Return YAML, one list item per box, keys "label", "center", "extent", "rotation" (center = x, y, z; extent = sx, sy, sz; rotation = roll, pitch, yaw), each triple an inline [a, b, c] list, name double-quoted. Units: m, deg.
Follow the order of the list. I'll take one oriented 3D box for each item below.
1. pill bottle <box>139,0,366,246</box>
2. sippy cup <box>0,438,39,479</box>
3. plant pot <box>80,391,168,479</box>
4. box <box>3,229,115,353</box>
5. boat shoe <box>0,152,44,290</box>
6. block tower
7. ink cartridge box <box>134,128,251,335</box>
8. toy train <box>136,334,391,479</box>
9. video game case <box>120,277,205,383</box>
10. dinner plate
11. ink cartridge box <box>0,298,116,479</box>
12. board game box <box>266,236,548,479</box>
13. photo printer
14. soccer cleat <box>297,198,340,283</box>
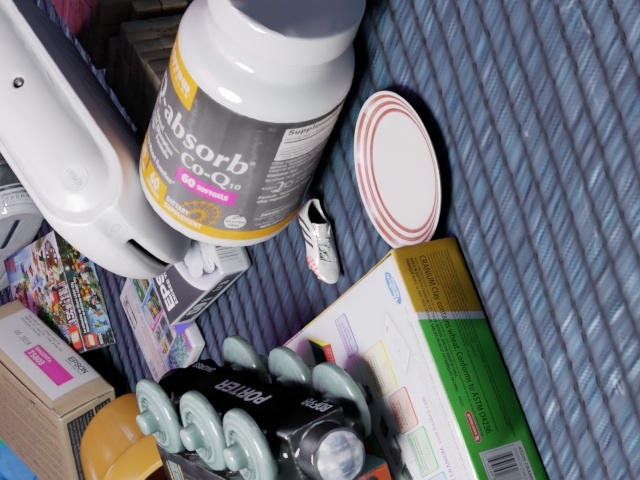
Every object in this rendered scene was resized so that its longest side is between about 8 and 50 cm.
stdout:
- label: "pill bottle"
  center: [-0.060, -0.133, 1.620]
  extent: [0.162, 0.162, 0.278]
  rotation: [62, 150, 28]
- label: "sippy cup"
  center: [-0.383, 0.408, 2.439]
  extent: [0.305, 0.240, 0.224]
  rotation: [-97, 2, -52]
- label: "plant pot"
  center: [-0.167, 0.261, 1.958]
  extent: [0.188, 0.205, 0.205]
  rotation: [41, 136, 53]
- label: "box"
  center: [-0.344, 0.078, 2.387]
  extent: [0.233, 0.044, 0.159]
  rotation: [-23, 81, 63]
- label: "boat shoe"
  center: [-0.467, -0.017, 2.529]
  extent: [0.335, 0.121, 0.119]
  rotation: [-42, 56, 48]
- label: "block tower"
  center: [-0.182, -0.206, 1.899]
  extent: [0.335, 0.091, 0.097]
  rotation: [56, 146, 37]
- label: "ink cartridge box"
  center: [-0.164, -0.020, 1.981]
  extent: [0.208, 0.045, 0.206]
  rotation: [-44, 63, 54]
- label: "toy train"
  center: [-0.047, 0.201, 1.645]
  extent: [0.334, 0.142, 0.190]
  rotation: [10, 123, 59]
- label: "video game case"
  center: [-0.185, 0.092, 2.117]
  extent: [0.157, 0.019, 0.143]
  rotation: [64, 150, 25]
- label: "dinner plate"
  center: [0.069, -0.059, 1.563]
  extent: [0.141, 0.017, 0.141]
  rotation: [34, 131, 52]
- label: "ink cartridge box"
  center: [-0.347, 0.216, 2.341]
  extent: [0.235, 0.088, 0.193]
  rotation: [38, 144, 39]
- label: "board game box"
  center: [0.066, 0.164, 1.616]
  extent: [0.316, 0.064, 0.242]
  rotation: [-42, 64, 60]
- label: "photo printer"
  center: [-0.249, -0.099, 1.818]
  extent: [0.307, 0.107, 0.256]
  rotation: [54, -178, 17]
- label: "soccer cleat"
  center: [0.000, 0.000, 1.711]
  extent: [0.035, 0.029, 0.083]
  rotation: [126, 131, -61]
